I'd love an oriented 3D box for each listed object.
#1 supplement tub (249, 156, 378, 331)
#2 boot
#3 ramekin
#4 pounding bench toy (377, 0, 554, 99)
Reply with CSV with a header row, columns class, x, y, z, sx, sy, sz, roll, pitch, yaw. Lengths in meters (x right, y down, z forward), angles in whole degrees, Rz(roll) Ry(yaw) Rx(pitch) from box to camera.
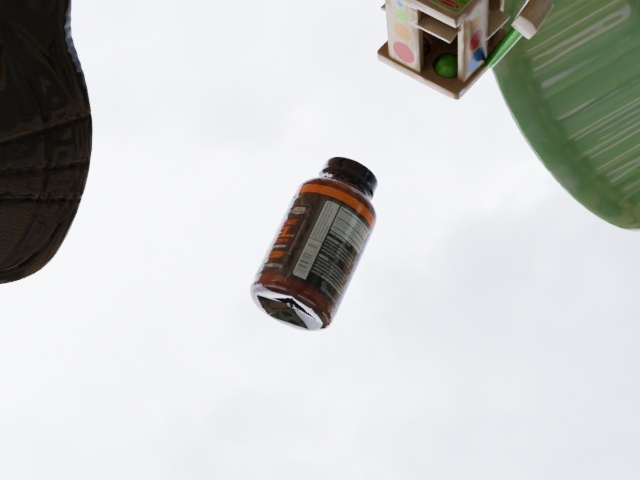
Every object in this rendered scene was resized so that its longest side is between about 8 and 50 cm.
class,x,y,z,sx,sy,sz,roll,pitch,yaw
supplement tub,0.000,0.000,1.447,0.106,0.106,0.198,30,-117,-11
boot,-0.334,-0.173,1.158,0.138,0.284,0.377,-13,-67,-31
ramekin,0.300,-0.173,1.134,0.303,0.148,0.303,24,-128,-35
pounding bench toy,0.074,-0.105,0.618,0.083,0.065,0.052,32,-116,26
